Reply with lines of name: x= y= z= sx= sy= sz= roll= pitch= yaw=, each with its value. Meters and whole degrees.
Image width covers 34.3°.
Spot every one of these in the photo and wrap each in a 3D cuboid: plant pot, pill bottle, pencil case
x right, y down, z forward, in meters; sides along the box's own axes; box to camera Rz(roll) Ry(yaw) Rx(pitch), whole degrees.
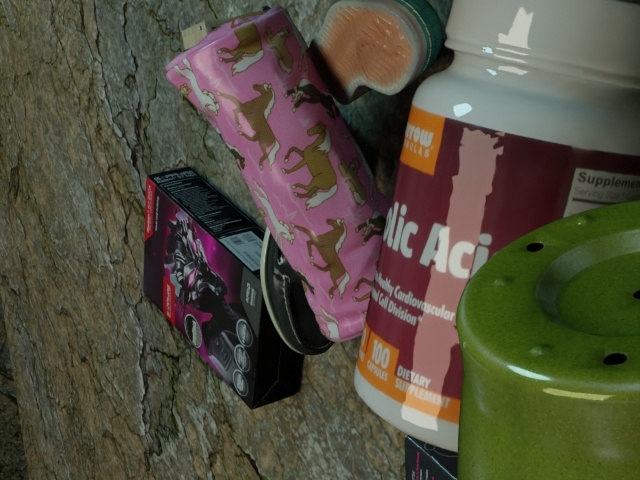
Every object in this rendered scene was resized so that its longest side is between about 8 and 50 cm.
plant pot: x=0.245 y=0.172 z=0.715 sx=0.366 sy=0.366 sz=0.353 roll=18 pitch=131 yaw=53
pill bottle: x=0.173 y=-0.025 z=0.931 sx=0.224 sy=0.224 sz=0.392 roll=26 pitch=110 yaw=50
pencil case: x=-0.017 y=-0.070 z=1.175 sx=0.160 sy=0.167 sz=0.386 roll=-28 pitch=98 yaw=24

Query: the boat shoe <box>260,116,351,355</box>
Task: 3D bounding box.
boat shoe: x=0.004 y=-0.001 z=1.328 sx=0.113 sy=0.127 sz=0.340 roll=-148 pitch=62 yaw=-62

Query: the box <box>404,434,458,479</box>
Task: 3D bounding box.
box: x=0.191 y=0.291 z=1.089 sx=0.142 sy=0.163 sz=0.247 roll=38 pitch=143 yaw=43

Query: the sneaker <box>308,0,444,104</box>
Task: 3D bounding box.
sneaker: x=0.076 y=-0.218 z=1.073 sx=0.108 sy=0.121 sz=0.302 roll=58 pitch=170 yaw=-10

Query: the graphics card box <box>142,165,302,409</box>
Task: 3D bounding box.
graphics card box: x=-0.159 y=0.065 z=1.628 sx=0.371 sy=0.094 sz=0.233 roll=39 pitch=132 yaw=42

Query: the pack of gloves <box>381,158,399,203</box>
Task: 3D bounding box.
pack of gloves: x=0.143 y=-0.035 z=1.179 sx=0.232 sy=0.046 sz=0.195 roll=50 pitch=140 yaw=33

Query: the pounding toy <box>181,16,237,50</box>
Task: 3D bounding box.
pounding toy: x=-0.121 y=-0.235 z=1.412 sx=0.100 sy=0.141 sz=0.130 roll=-4 pitch=99 yaw=56
